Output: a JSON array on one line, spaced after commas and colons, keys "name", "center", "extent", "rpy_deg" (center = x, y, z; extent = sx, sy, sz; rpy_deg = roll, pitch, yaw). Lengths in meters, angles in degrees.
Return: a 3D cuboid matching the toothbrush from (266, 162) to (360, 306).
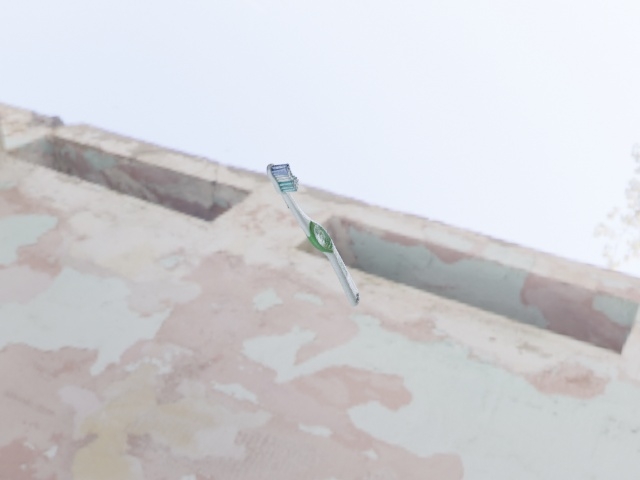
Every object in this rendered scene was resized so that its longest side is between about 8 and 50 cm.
[{"name": "toothbrush", "center": [-0.002, 0.000, 1.111], "extent": [0.030, 0.304, 0.030], "rpy_deg": [-11, -128, 15]}]
